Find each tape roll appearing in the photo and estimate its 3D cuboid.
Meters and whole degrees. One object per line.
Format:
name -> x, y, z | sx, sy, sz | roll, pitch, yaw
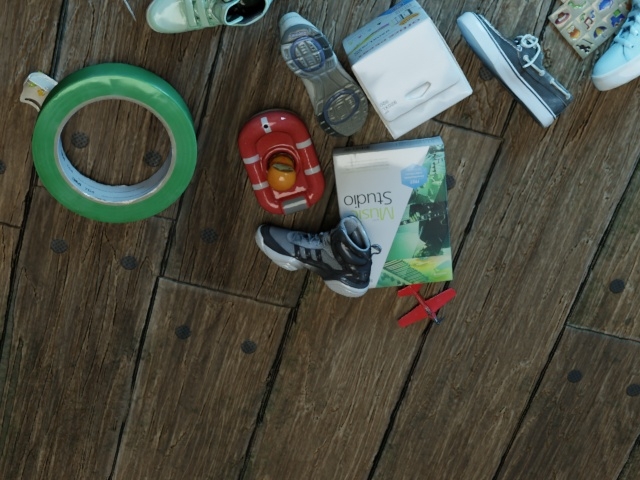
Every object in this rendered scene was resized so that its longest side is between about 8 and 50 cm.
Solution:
tape roll -> -0.412, -0.192, 1.887 | 0.321, 0.077, 0.321 | -5, 121, -8

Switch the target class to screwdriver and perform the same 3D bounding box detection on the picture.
screwdriver -> -0.394, -0.500, 1.806 | 0.025, 0.024, 0.170 | -42, 120, -16

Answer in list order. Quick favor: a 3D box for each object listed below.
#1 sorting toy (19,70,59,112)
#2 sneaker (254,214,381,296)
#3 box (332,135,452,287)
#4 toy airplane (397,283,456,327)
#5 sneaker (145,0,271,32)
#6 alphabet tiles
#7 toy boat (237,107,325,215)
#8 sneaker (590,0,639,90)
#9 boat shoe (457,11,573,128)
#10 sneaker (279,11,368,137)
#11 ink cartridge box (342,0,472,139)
sorting toy -> -0.563, -0.291, 1.880 | 0.083, 0.044, 0.075 | 34, 121, -26
sneaker -> 0.000, 0.000, 1.970 | 0.269, 0.101, 0.153 | 27, 124, 6
box -> 0.157, -0.053, 2.006 | 0.232, 0.058, 0.321 | -6, 115, 4
toy airplane -> 0.231, 0.137, 2.116 | 0.151, 0.028, 0.151 | -2, 114, -4
sneaker -> -0.215, -0.441, 1.766 | 0.256, 0.151, 0.094 | -14, 116, 5
alphabet tiles -> 0.581, -0.482, 1.864 | 0.237, 0.009, 0.198 | -41, 110, 15
toy boat -> -0.080, -0.149, 1.904 | 0.151, 0.151, 0.231 | -17, 114, 5
sneaker -> 0.644, -0.455, 1.814 | 0.366, 0.135, 0.150 | -44, 102, 6
boat shoe -> 0.394, -0.356, 1.857 | 0.105, 0.113, 0.306 | -44, 112, 9
sneaker -> 0.008, -0.330, 1.854 | 0.111, 0.129, 0.297 | -24, 132, 6
ink cartridge box -> 0.160, -0.334, 1.787 | 0.171, 0.232, 0.168 | -31, 112, 11
